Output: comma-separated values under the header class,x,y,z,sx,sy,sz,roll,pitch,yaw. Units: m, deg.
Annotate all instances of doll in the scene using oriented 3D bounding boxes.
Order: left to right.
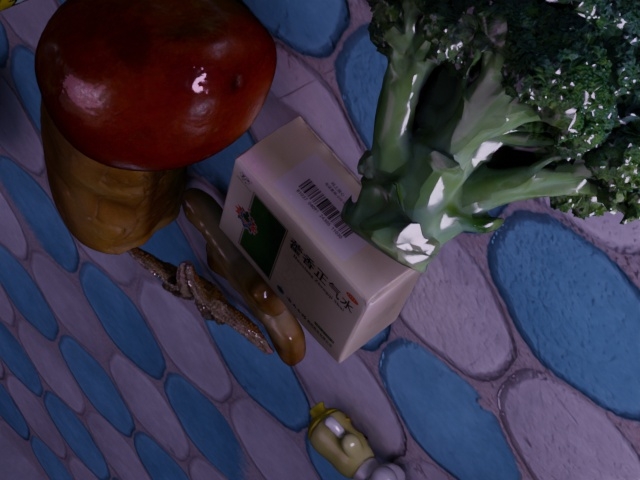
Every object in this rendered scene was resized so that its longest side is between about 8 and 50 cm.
class,x,y,z,sx,sy,sz,roll,pitch,yaw
doll,0.045,0.275,2.029,0.162,0.062,0.106,46,164,22

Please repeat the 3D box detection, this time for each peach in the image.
class,x,y,z,sx,sy,sz,roll,pitch,yaw
peach,-0.167,-0.169,1.616,0.243,0.243,0.199,2,99,62

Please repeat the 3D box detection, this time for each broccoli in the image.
class,x,y,z,sx,sy,sz,roll,pitch,yaw
broccoli,0.127,-0.096,1.133,0.270,0.270,0.270,37,177,2

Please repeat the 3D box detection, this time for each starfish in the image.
class,x,y,z,sx,sy,sz,roll,pitch,yaw
starfish,-0.156,0.074,2.121,0.240,0.043,0.227,39,172,-2

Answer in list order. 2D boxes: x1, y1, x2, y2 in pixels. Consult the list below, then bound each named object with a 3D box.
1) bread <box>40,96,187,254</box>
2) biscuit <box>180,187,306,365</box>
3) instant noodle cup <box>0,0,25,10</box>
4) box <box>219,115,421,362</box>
class,x,y,z,sx,sy,sz,roll,pitch,yaw
bread,-0.258,-0.123,1.954,0.195,0.149,0.344,47,156,17
biscuit,-0.091,0.040,1.939,0.208,0.047,0.164,49,170,36
instant noodle cup,-0.326,-0.367,1.562,0.325,0.254,0.326,30,139,30
box,0.000,0.000,1.708,0.212,0.095,0.168,48,153,14
